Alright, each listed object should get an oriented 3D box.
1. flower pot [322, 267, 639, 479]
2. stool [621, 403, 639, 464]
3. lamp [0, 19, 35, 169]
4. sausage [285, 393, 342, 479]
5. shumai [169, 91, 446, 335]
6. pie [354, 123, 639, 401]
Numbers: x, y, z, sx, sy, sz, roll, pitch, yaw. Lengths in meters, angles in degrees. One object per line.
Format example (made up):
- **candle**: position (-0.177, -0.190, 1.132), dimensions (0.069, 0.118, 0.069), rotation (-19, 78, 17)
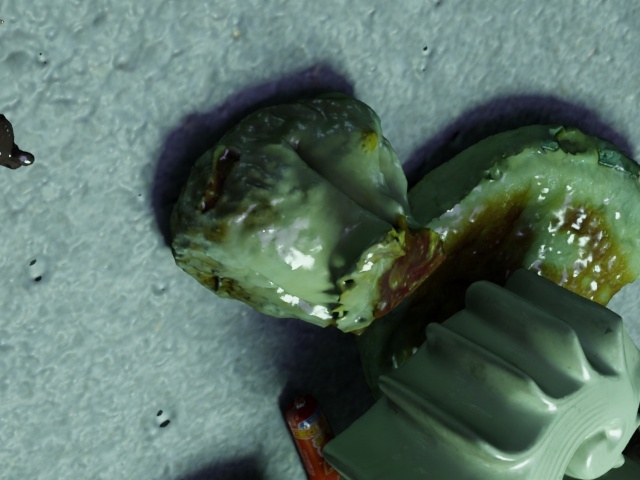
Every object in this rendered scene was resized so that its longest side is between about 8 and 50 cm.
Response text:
- **flower pot**: position (0.154, 0.208, 1.495), dimensions (0.254, 0.165, 0.367), rotation (-47, 142, -18)
- **stool**: position (0.357, 0.163, 1.746), dimensions (0.217, 0.125, 0.121), rotation (-34, 134, -26)
- **lamp**: position (-0.260, -0.118, 1.077), dimensions (0.253, 0.118, 0.118), rotation (17, 108, -36)
- **sausage**: position (-0.002, 0.168, 1.537), dimensions (0.034, 0.034, 0.129), rotation (-32, 135, -15)
- **shumai**: position (-0.005, 0.001, 1.338), dimensions (0.184, 0.142, 0.184), rotation (-22, 131, -28)
- **pie**: position (0.154, 0.035, 1.536), dimensions (0.302, 0.067, 0.302), rotation (-19, 130, -25)
